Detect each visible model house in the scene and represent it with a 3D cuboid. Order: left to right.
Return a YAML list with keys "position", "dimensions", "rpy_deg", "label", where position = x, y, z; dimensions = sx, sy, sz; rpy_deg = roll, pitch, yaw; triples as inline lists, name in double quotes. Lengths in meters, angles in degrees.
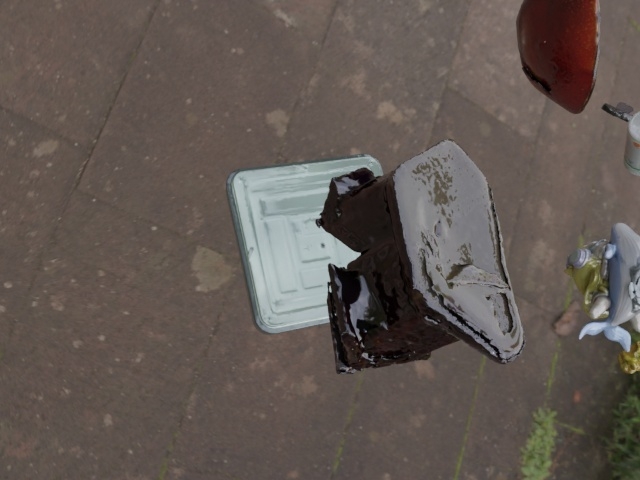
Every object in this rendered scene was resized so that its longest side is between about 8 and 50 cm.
- position: [0.074, 0.022, 0.582]
  dimensions: [0.141, 0.164, 0.203]
  rpy_deg: [7, 68, -28]
  label: "model house"

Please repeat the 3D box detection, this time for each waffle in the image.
- position: [0.739, 0.223, 1.334]
  dimensions: [0.160, 0.211, 0.055]
  rpy_deg: [29, 32, -56]
  label: "waffle"

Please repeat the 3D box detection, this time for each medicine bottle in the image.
- position: [0.757, -0.226, 1.456]
  dimensions: [0.183, 0.086, 0.086]
  rpy_deg: [43, 61, -61]
  label: "medicine bottle"

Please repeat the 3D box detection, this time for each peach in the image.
- position: [0.323, -0.282, 0.865]
  dimensions: [0.068, 0.279, 0.188]
  rpy_deg: [-16, 56, 4]
  label: "peach"

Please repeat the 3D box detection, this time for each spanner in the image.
- position: [0.481, -0.210, 1.001]
  dimensions: [0.046, 0.012, 0.208]
  rpy_deg: [35, 29, 17]
  label: "spanner"

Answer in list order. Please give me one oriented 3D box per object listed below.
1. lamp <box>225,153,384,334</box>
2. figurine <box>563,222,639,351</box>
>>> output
- position: [0.000, 0.000, 1.001]
  dimensions: [0.267, 0.047, 0.268]
  rpy_deg: [-10, 76, -18]
  label: "lamp"
- position: [0.479, 0.071, 1.030]
  dimensions: [0.129, 0.184, 0.208]
  rpy_deg: [17, 84, -11]
  label: "figurine"
